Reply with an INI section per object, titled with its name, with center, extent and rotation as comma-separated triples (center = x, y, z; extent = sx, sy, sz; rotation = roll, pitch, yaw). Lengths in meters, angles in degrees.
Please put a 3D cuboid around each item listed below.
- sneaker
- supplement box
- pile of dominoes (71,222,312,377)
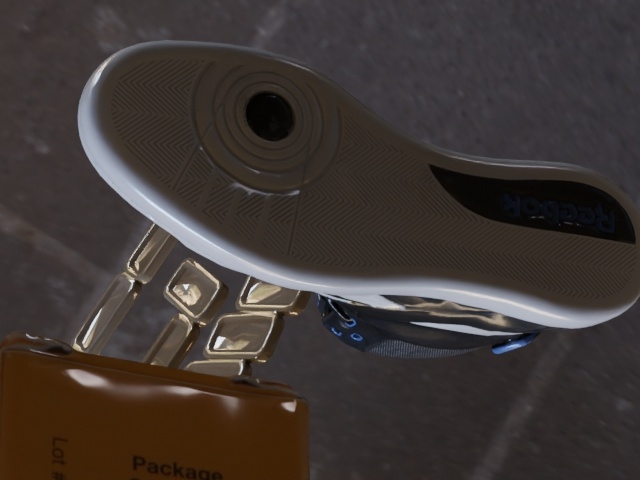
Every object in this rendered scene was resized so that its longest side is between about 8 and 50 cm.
[sneaker]
center = 0.000, 0.000, 0.706
extent = 0.216, 0.121, 0.079
rotation = 18, 68, -19
[supplement box]
center = -0.046, 0.140, 0.398
extent = 0.078, 0.080, 0.233
rotation = 13, 55, -21
[pile of dominoes]
center = -0.064, 0.047, 1.123
extent = 0.251, 0.040, 0.196
rotation = -56, 32, -1
